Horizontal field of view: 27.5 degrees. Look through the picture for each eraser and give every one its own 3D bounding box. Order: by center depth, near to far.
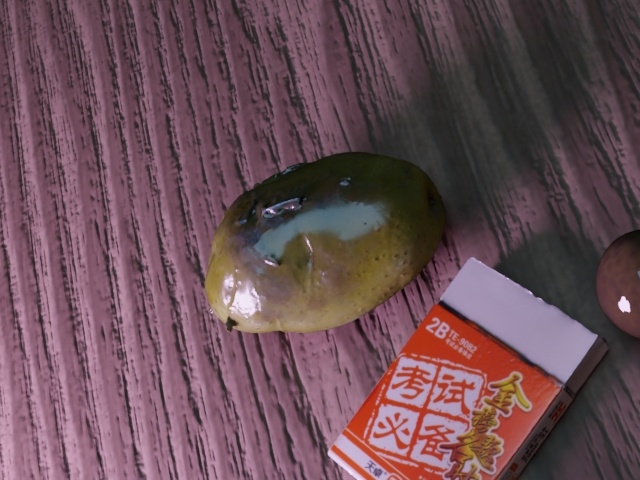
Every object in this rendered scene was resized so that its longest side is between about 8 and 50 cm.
[{"bbox_3d":[0.129,0.145,1.173,0.157,0.038,0.230,34,86,39],"label":"eraser"}]

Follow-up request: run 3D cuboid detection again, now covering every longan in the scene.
[{"bbox_3d":[0.286,0.031,1.103,0.113,0.092,0.113,-22,43,23],"label":"longan"}]

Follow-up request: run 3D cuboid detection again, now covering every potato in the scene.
[{"bbox_3d":[0.000,0.000,1.260,0.248,0.143,0.169,-21,67,20],"label":"potato"}]
